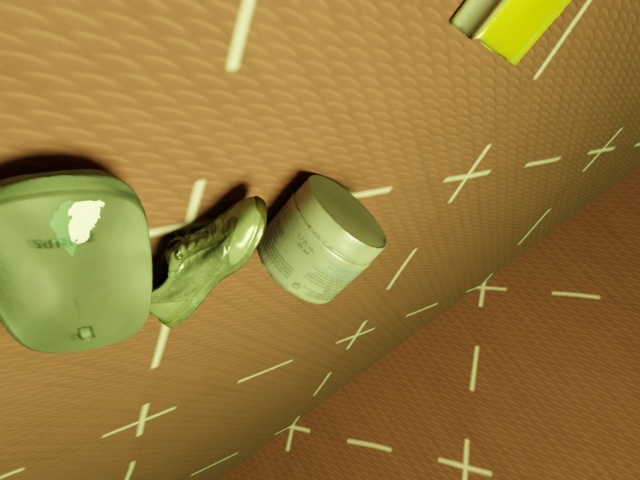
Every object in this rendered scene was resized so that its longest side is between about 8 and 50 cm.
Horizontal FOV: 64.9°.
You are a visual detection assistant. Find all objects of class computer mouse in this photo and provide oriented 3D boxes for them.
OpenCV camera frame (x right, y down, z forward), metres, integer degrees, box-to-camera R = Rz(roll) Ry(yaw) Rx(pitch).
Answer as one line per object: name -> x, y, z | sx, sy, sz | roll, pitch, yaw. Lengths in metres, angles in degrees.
computer mouse -> -0.316, 0.048, 0.643 | 0.198, 0.095, 0.330 | -9, 138, -21

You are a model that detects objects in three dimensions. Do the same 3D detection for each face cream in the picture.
face cream -> 0.000, 0.000, 0.867 | 0.153, 0.177, 0.177 | -46, 151, 21

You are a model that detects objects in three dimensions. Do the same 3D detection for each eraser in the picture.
eraser -> 0.320, -0.383, 0.750 | 0.158, 0.069, 0.226 | 4, 133, -48

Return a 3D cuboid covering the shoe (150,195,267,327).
shoe -> -0.191, 0.025, 0.780 | 0.275, 0.103, 0.098 | -45, 132, 14
